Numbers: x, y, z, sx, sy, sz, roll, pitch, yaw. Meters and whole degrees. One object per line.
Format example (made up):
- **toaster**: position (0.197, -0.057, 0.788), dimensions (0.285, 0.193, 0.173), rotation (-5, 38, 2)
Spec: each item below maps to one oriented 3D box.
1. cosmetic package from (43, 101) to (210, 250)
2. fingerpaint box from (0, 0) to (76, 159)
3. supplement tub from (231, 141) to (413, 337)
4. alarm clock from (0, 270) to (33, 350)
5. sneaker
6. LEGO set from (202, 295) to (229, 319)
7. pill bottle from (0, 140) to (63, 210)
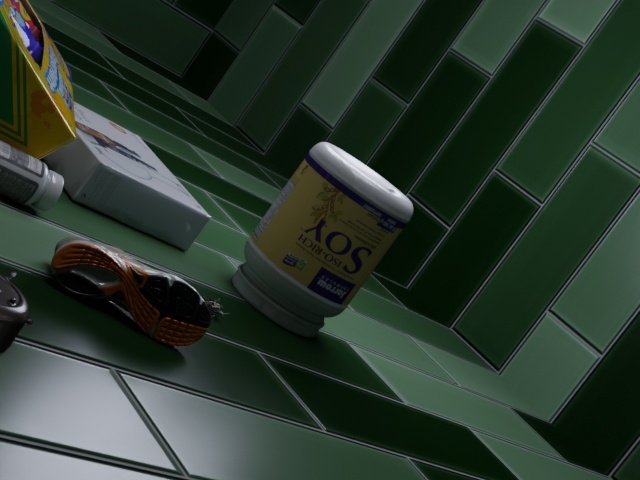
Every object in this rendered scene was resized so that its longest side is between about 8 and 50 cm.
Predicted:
- **cosmetic package**: position (-0.418, -0.150, 2.285), dimensions (0.284, 0.097, 0.377), rotation (30, 10, -44)
- **fingerpaint box**: position (-0.584, -0.361, 2.008), dimensions (0.371, 0.163, 0.445), rotation (62, -1, -26)
- **supplement tub**: position (0.000, 0.000, 2.279), dimensions (0.241, 0.331, 0.241), rotation (34, 9, -6)
- **alarm clock**: position (-0.406, 0.070, 1.324), dimensions (0.129, 0.064, 0.192), rotation (36, 12, 5)
- **sneaker**: position (-0.279, 0.062, 1.719), dimensions (0.262, 0.099, 0.121), rotation (33, 5, -24)
- **LEGO set**: position (-0.189, 0.119, 1.990), dimensions (0.054, 0.023, 0.083), rotation (37, 22, 20)
- **pill bottle**: position (-0.486, -0.104, 1.848), dimensions (0.137, 0.078, 0.078), rotation (29, 11, -34)
